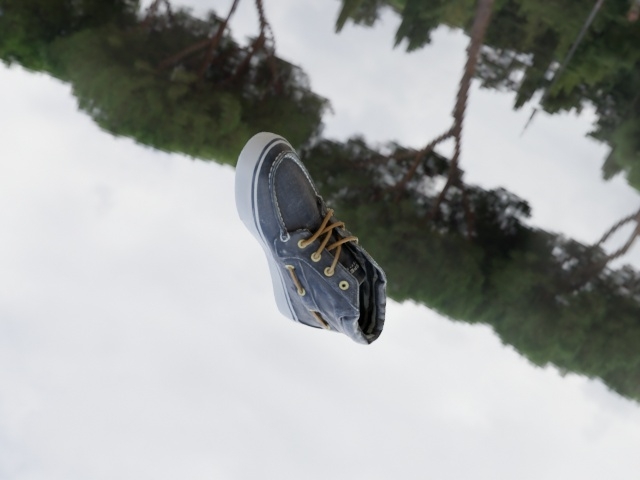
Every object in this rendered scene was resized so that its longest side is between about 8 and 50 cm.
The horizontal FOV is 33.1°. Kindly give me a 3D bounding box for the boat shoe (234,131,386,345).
[{"bbox_3d":[0.000,0.000,0.795,0.083,0.183,0.065,18,-127,32],"label":"boat shoe"}]
